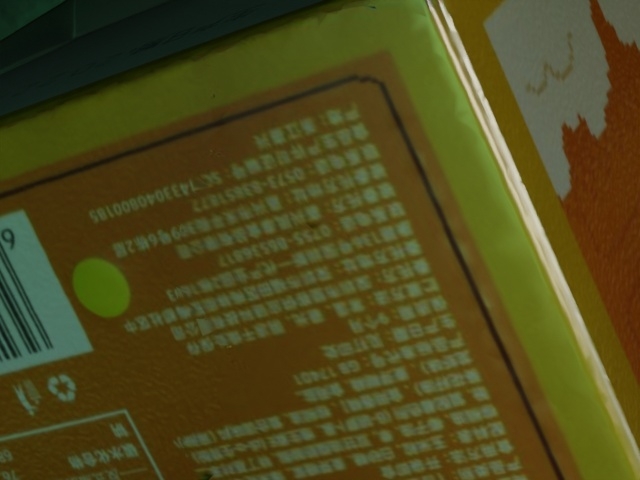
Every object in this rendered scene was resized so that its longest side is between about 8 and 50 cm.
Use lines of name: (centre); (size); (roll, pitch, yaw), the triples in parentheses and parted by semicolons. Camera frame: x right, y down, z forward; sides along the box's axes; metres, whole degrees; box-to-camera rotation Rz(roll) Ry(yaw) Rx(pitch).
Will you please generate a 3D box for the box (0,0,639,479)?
box: (0.000, 0.000, 0.620); (0.283, 0.259, 0.214); (-14, 107, 30)
